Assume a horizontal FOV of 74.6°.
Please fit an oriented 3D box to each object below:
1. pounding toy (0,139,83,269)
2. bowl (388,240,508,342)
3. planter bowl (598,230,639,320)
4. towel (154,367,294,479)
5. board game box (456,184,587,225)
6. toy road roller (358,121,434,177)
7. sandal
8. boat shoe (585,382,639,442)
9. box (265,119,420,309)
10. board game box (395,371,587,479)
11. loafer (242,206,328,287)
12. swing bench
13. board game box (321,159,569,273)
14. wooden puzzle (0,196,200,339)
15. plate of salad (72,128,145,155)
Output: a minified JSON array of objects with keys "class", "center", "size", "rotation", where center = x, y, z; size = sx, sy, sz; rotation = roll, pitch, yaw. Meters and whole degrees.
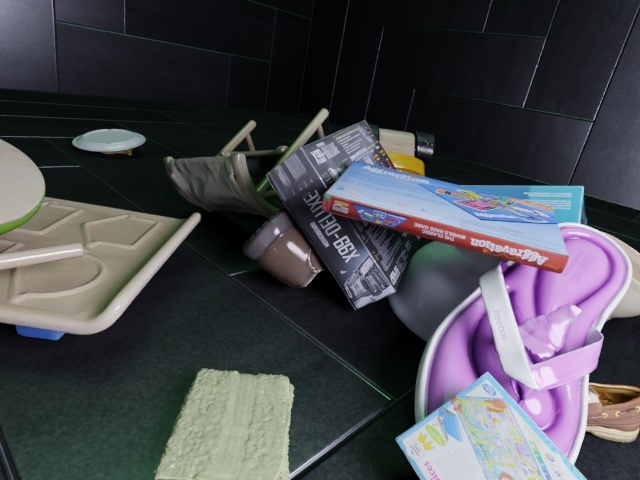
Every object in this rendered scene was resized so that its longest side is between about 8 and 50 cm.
[{"class":"pounding toy","center":[-0.407,-0.020,0.461],"size":[0.237,0.110,0.183],"rotation":[47,31,20]},{"class":"bowl","center":[0.268,0.066,0.674],"size":[0.297,0.134,0.298],"rotation":[9,21,-4]},{"class":"planter bowl","center":[0.527,0.076,0.768],"size":[0.162,0.109,0.162],"rotation":[19,37,-15]},{"class":"towel","center":[-0.080,0.174,0.385],"size":[0.110,0.027,0.148],"rotation":[7,23,-5]},{"class":"board game box","center":[0.384,-0.039,0.849],"size":[0.253,0.079,0.336],"rotation":[6,-3,34]},{"class":"toy road roller","center":[0.157,-0.145,1.131],"size":[0.202,0.241,0.329],"rotation":[7,-15,-9]},{"class":"sandal","center":[0.237,0.085,0.464],"size":[0.169,0.102,0.416],"rotation":[29,51,24]},{"class":"boat shoe","center":[0.287,0.184,0.485],"size":[0.177,0.060,0.064],"rotation":[8,22,-6]},{"class":"box","center":[0.070,-0.066,0.718],"size":[0.242,0.076,0.307],"rotation":[55,32,-7]},{"class":"board game box","center":[0.144,0.195,0.325],"size":[0.103,0.026,0.154],"rotation":[-34,44,-3]},{"class":"loafer","center":[0.000,0.000,0.768],"size":[0.130,0.134,0.366],"rotation":[51,31,4]},{"class":"swing bench","center":[-0.132,-0.141,0.863],"size":[0.253,0.165,0.254],"rotation":[10,37,43]},{"class":"board game box","center":[0.157,-0.041,0.544],"size":[0.281,0.027,0.145],"rotation":[16,32,13]},{"class":"wooden puzzle","center":[-0.371,0.026,0.563],"size":[0.347,0.081,0.322],"rotation":[5,21,-1]},{"class":"plate of salad","center":[-0.633,-0.293,1.266],"size":[0.199,0.048,0.200],"rotation":[4,31,-2]}]
